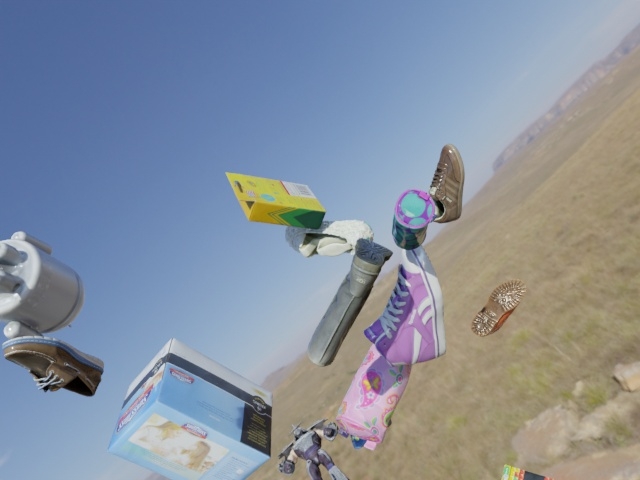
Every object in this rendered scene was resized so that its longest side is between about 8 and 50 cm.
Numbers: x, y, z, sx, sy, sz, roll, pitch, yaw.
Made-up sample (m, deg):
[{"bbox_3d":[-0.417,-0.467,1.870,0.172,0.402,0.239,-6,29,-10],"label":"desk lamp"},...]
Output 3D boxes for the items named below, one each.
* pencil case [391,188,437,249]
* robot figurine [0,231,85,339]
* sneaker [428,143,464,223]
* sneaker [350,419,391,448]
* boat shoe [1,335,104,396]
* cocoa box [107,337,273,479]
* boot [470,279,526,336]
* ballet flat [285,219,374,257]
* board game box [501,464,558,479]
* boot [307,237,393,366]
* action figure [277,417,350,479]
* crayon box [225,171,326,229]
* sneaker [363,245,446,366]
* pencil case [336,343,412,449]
[{"bbox_3d":[0.154,-0.032,0.837,0.070,0.064,0.152,-42,-14,-6],"label":"pencil case"},{"bbox_3d":[-0.755,0.127,1.298,0.199,0.300,0.353,-8,-24,4],"label":"robot figurine"},{"bbox_3d":[0.289,-0.127,1.166,0.071,0.188,0.066,-15,21,-16],"label":"sneaker"},{"bbox_3d":[0.151,0.582,1.520,0.078,0.067,0.188,6,-40,-32],"label":"sneaker"},{"bbox_3d":[-0.425,0.208,0.809,0.066,0.066,0.183,-25,-36,17],"label":"boat shoe"},{"bbox_3d":[-0.328,0.477,1.330,0.231,0.347,0.228,-46,23,19],"label":"cocoa box"},{"bbox_3d":[0.414,0.156,1.150,0.158,0.059,0.084,-51,-35,11],"label":"boot"},{"bbox_3d":[0.000,0.000,1.808,0.409,0.147,0.147,-6,20,41],"label":"ballet flat"},{"bbox_3d":[0.348,0.464,0.791,0.141,0.048,0.170,-5,54,46],"label":"board game box"},{"bbox_3d":[0.054,0.109,0.915,0.189,0.076,0.209,-31,-38,-68],"label":"boot"},{"bbox_3d":[-0.009,0.555,1.269,0.185,0.099,0.285,-45,34,-5],"label":"action figure"},{"bbox_3d":[-0.164,-0.137,1.722,0.318,0.202,0.081,7,-60,-29],"label":"crayon box"},{"bbox_3d":[0.162,0.142,1.018,0.161,0.282,0.102,-14,22,-4],"label":"sneaker"},{"bbox_3d":[0.144,0.334,1.179,0.284,0.124,0.124,-59,1,-29],"label":"pencil case"}]
